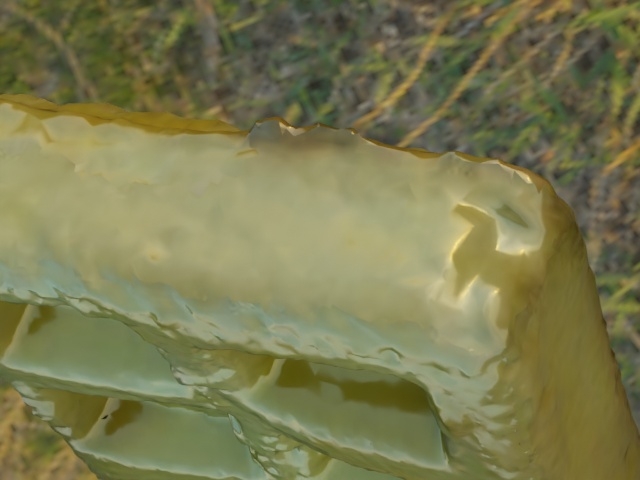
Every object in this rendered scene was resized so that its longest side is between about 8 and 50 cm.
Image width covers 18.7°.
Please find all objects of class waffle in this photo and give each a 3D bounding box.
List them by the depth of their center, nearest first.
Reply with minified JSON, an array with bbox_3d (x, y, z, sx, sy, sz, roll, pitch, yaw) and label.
[{"bbox_3d":[0.007,0.057,0.539,0.168,0.057,0.274,11,153,25],"label":"waffle"}]
